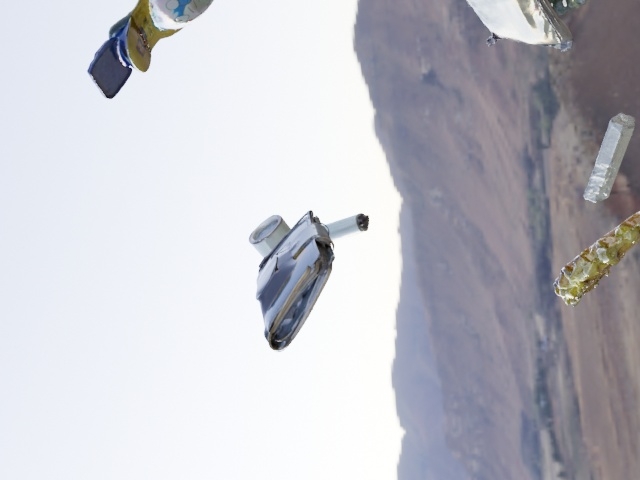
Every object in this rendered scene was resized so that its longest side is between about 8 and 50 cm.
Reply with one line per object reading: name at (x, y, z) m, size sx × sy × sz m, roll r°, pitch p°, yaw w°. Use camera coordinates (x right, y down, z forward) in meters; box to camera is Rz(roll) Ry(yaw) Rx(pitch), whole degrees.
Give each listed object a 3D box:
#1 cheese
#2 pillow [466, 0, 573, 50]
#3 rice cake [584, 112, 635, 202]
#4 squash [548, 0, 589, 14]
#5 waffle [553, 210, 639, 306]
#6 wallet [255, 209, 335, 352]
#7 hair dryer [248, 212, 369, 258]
cheese at (-0.174, -0.265, 0.986) m, size 0.250 × 0.064 × 0.156 m, roll -57°, pitch -14°, yaw -11°
pillow at (0.294, -0.381, 1.406) m, size 0.255 × 0.169 × 0.059 m, roll 31°, pitch -109°, yaw -53°
rice cake at (0.616, -0.173, 1.901) m, size 0.052 × 0.057 × 0.256 m, roll 55°, pitch 162°, yaw 32°
squash at (0.407, -0.529, 1.607) m, size 0.165 × 0.252 × 0.252 m, roll -69°, pitch -26°, yaw -54°
waffle at (0.480, 0.006, 1.419) m, size 0.058 × 0.238 × 0.243 m, roll 51°, pitch 159°, yaw 14°
wallet at (-0.045, 0.047, 1.355) m, size 0.170 × 0.069 × 0.231 m, roll -55°, pitch 19°, yaw 15°
hair dryer at (0.000, 0.000, 1.552) m, size 0.131 × 0.236 × 0.073 m, roll 50°, pitch -140°, yaw -23°
